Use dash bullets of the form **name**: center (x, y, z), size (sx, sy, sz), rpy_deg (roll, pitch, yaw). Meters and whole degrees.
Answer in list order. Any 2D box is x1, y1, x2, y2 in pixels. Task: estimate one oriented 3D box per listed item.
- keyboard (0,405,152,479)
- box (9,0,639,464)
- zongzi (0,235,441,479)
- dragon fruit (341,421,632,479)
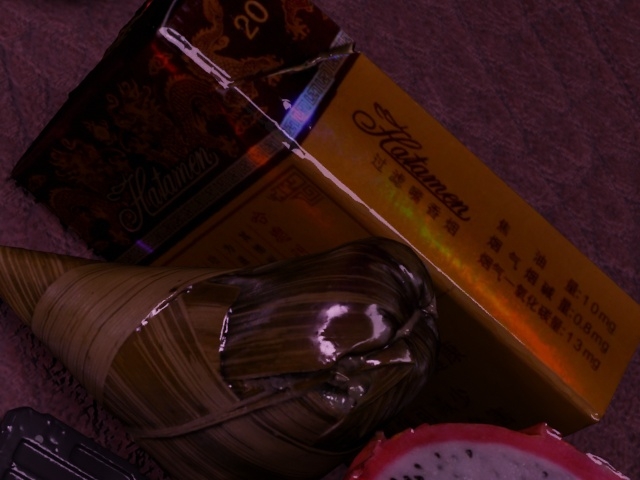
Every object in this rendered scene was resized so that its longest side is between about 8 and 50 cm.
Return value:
- **keyboard**: center (-0.127, 0.217, 1.273), size (0.262, 0.016, 0.106), rpy_deg (34, 55, -16)
- **box**: center (-0.001, 0.000, 1.298), size (0.415, 0.264, 0.116), rpy_deg (41, 54, -10)
- **zongzi**: center (-0.083, 0.047, 1.216), size (0.288, 0.286, 0.134), rpy_deg (41, 48, -3)
- **dragon fruit**: center (0.090, 0.284, 1.184), size (0.305, 0.226, 0.305), rpy_deg (15, 50, -19)
